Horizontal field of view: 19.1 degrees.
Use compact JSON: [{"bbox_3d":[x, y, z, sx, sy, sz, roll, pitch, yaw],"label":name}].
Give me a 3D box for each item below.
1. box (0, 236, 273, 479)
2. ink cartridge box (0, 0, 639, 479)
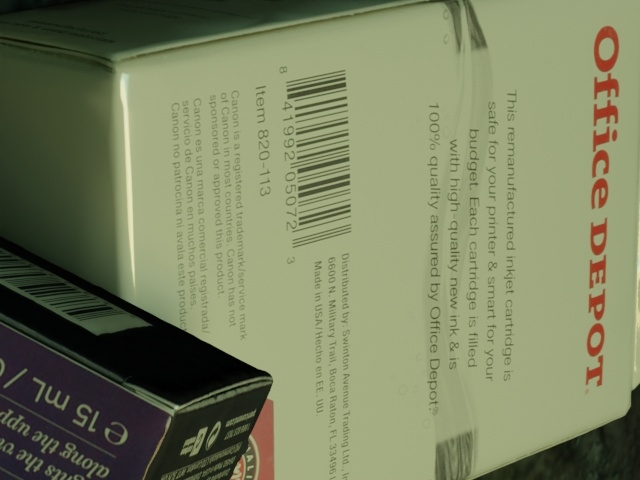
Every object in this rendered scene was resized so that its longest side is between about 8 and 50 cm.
[{"bbox_3d":[-0.132,0.104,0.596,0.207,0.153,0.108,-66,168,6],"label":"box"},{"bbox_3d":[0.000,0.000,0.767,0.283,0.117,0.207,-16,112,-41],"label":"ink cartridge box"}]
